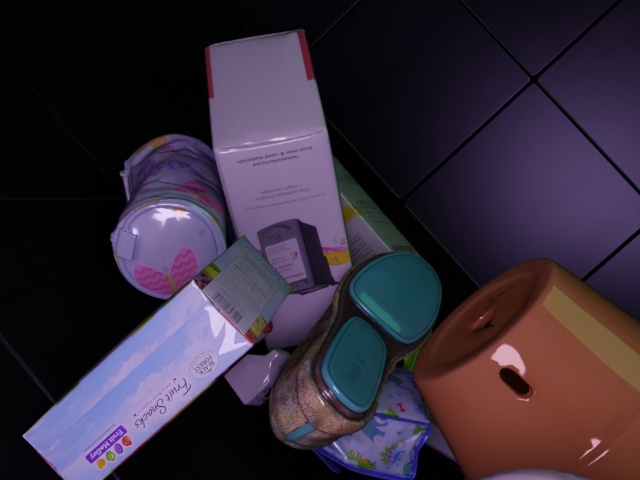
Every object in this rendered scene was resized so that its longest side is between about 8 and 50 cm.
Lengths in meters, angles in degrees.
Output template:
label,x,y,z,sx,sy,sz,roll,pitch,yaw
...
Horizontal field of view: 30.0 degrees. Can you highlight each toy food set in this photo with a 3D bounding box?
label,x,y,z,sx,sy,sz,roll,pitch,yaw
toy food set,-0.075,0.095,1.244,0.111,0.104,0.232,52,12,22

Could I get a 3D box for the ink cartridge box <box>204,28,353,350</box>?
label,x,y,z,sx,sy,sz,roll,pitch,yaw
ink cartridge box,-0.044,-0.060,1.420,0.226,0.131,0.306,-102,180,-49

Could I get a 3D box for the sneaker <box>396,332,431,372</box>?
label,x,y,z,sx,sy,sz,roll,pitch,yaw
sneaker,0.062,0.167,1.561,0.295,0.123,0.109,-37,119,-65

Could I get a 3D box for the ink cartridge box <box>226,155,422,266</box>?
label,x,y,z,sx,sy,sz,roll,pitch,yaw
ink cartridge box,0.000,0.000,1.694,0.232,0.168,0.171,49,12,12

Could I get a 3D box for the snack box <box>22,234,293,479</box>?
label,x,y,z,sx,sy,sz,roll,pitch,yaw
snack box,-0.116,0.089,0.928,0.070,0.174,0.207,48,12,-4

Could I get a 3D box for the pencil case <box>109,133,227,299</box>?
label,x,y,z,sx,sy,sz,roll,pitch,yaw
pencil case,-0.166,-0.034,1.339,0.124,0.113,0.273,25,17,-15

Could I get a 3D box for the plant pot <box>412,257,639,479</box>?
label,x,y,z,sx,sy,sz,roll,pitch,yaw
plant pot,0.238,0.159,1.305,0.203,0.291,0.291,47,11,-9

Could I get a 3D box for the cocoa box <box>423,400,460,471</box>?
label,x,y,z,sx,sy,sz,roll,pitch,yaw
cocoa box,0.334,0.263,1.585,0.231,0.228,0.347,40,-10,-30

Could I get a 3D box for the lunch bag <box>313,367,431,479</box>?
label,x,y,z,sx,sy,sz,roll,pitch,yaw
lunch bag,0.036,0.197,1.346,0.151,0.096,0.129,15,18,-10

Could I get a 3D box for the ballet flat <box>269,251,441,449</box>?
label,x,y,z,sx,sy,sz,roll,pitch,yaw
ballet flat,0.034,0.115,1.303,0.123,0.123,0.348,46,30,-3

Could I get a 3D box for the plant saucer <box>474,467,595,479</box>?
label,x,y,z,sx,sy,sz,roll,pitch,yaw
plant saucer,0.270,0.349,1.003,0.100,0.400,0.400,-29,72,-35
